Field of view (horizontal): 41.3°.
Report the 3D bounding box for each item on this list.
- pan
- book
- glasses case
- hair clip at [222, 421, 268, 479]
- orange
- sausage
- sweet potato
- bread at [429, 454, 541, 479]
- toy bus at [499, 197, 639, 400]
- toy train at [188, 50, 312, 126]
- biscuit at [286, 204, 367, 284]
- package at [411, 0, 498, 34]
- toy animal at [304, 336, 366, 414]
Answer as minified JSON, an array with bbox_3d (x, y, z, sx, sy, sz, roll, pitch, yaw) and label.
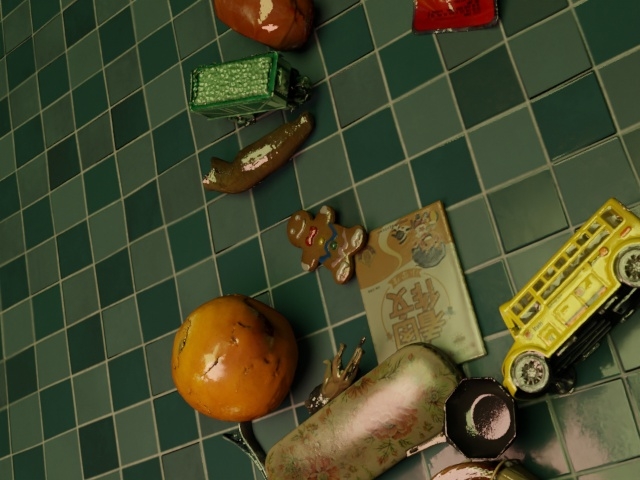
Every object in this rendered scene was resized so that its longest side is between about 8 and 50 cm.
[{"bbox_3d":[0.233,0.288,1.376,0.202,0.048,0.128,-9,74,38],"label":"pan"},{"bbox_3d":[0.170,0.099,1.548,0.207,0.020,0.296,-25,67,28],"label":"book"},{"bbox_3d":[0.074,0.341,1.506,0.425,0.098,0.156,-41,75,22],"label":"glasses case"},{"bbox_3d":[-0.116,0.453,1.660,0.070,0.039,0.229,-45,59,17],"label":"hair clip"},{"bbox_3d":[-0.163,0.222,1.615,0.246,0.246,0.246,-8,75,34],"label":"orange"},{"bbox_3d":[-0.126,-0.500,1.804,0.268,0.153,0.141,39,109,35],"label":"sausage"},{"bbox_3d":[-0.134,-0.180,1.782,0.285,0.085,0.112,-34,58,24],"label":"sweet potato"},{"bbox_3d":[0.257,0.448,1.334,0.211,0.142,0.224,11,87,33],"label":"bread"},{"bbox_3d":[0.395,0.100,1.312,0.330,0.144,0.152,-49,58,15],"label":"toy bus"},{"bbox_3d":[-0.148,-0.316,1.780,0.269,0.154,0.115,-2,77,35],"label":"toy train"},{"bbox_3d":[-0.001,0.000,1.670,0.205,0.031,0.138,32,106,43],"label":"biscuit"},{"bbox_3d":[0.254,-0.529,1.598,0.194,0.071,0.270,5,86,50],"label":"package"},{"bbox_3d":[0.039,0.243,1.565,0.069,0.086,0.220,26,127,-2],"label":"toy animal"}]
